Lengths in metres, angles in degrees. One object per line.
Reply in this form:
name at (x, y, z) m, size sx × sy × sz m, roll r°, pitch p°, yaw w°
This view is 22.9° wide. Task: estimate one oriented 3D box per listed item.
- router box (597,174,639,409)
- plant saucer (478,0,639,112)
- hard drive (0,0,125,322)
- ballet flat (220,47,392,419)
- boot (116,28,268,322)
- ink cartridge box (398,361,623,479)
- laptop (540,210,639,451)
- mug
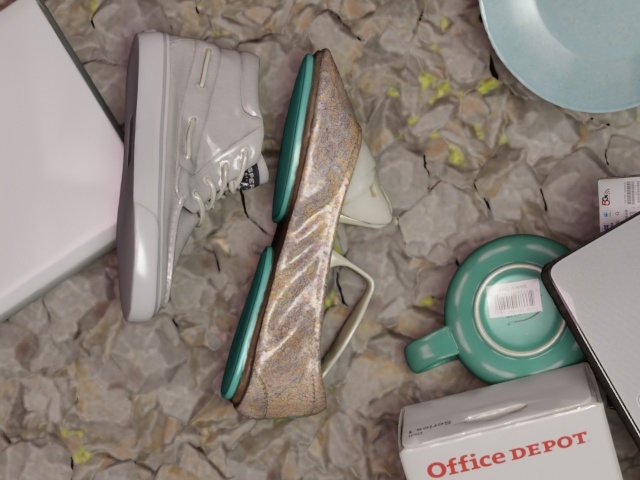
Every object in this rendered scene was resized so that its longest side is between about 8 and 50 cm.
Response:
router box at (0.257, 0.045, 1.255) m, size 0.046 × 0.133 × 0.179 m, roll -3°, pitch 83°, yaw 21°
plant saucer at (0.218, -0.198, 1.227) m, size 0.195 × 0.037 × 0.195 m, roll 10°, pitch 110°, yaw 28°
hard drive at (-0.341, -0.029, 1.409) m, size 0.353 × 0.047 × 0.233 m, roll -33°, pitch 80°, yaw 5°
ballet flat at (0.000, 0.000, 1.334) m, size 0.106 × 0.107 × 0.316 m, roll 13°, pitch 92°, yaw -9°
boot at (-0.102, -0.053, 1.321) m, size 0.123 × 0.095 × 0.258 m, roll 6°, pitch 72°, yaw -15°
ink cartridge box at (0.164, 0.222, 1.235) m, size 0.160 × 0.092 × 0.219 m, roll -14°, pitch 106°, yaw 8°
laptop at (0.447, 0.072, 1.105) m, size 0.408 × 0.236 × 0.382 m, roll -28°, pitch 85°, yaw -22°
mug at (0.158, 0.070, 1.289) m, size 0.129 × 0.097 × 0.158 m, roll 35°, pitch 90°, yaw 11°
